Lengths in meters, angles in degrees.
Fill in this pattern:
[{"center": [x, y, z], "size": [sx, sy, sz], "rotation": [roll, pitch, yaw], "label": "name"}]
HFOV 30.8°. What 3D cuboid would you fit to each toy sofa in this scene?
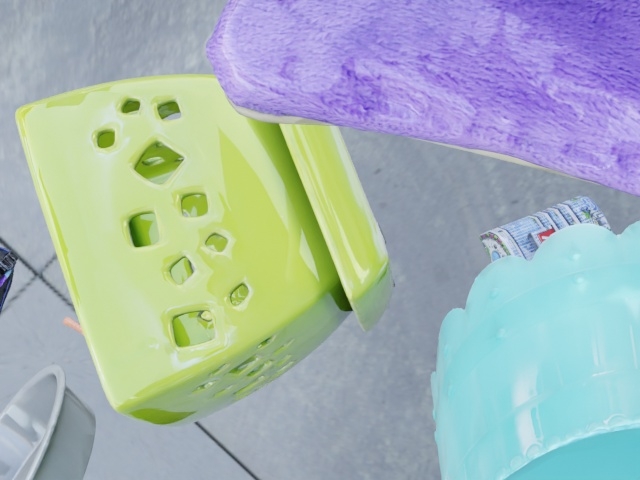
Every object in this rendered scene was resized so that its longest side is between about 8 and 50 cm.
[{"center": [0.139, -0.102, 0.409], "size": [0.363, 0.150, 0.177], "rotation": [16, 82, 0], "label": "toy sofa"}]

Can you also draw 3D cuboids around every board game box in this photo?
[{"center": [0.269, 0.058, 1.299], "size": [0.194, 0.060, 0.194], "rotation": [-20, 79, -28], "label": "board game box"}]

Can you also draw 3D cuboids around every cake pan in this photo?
[{"center": [-0.301, 0.256, 1.086], "size": [0.054, 0.293, 0.293], "rotation": [33, 78, -19], "label": "cake pan"}]

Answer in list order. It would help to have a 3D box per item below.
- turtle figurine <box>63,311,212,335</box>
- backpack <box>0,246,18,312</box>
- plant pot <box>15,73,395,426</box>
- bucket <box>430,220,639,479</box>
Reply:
[{"center": [-0.206, 0.084, 1.455], "size": [0.217, 0.269, 0.087], "rotation": [28, 101, -21], "label": "turtle figurine"}, {"center": [-0.419, 0.075, 1.220], "size": [0.158, 0.117, 0.173], "rotation": [21, 76, -39], "label": "backpack"}, {"center": [-0.067, -0.005, 0.863], "size": [0.207, 0.228, 0.227], "rotation": [-22, 78, 0], "label": "plant pot"}, {"center": [0.203, 0.147, 0.753], "size": [0.281, 0.183, 0.281], "rotation": [2, 124, 3], "label": "bucket"}]
